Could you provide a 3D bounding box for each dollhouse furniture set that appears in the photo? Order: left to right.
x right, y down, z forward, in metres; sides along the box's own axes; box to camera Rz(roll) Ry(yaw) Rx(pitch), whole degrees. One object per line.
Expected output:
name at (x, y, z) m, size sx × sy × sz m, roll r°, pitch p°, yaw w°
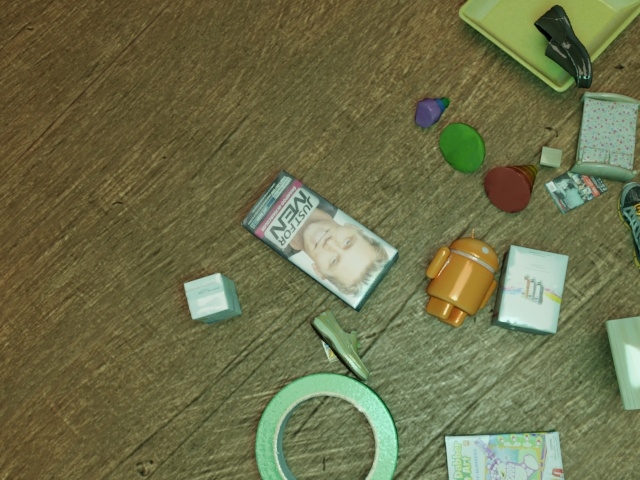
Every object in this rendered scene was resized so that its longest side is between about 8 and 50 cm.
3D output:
dollhouse furniture set at (0.715, -0.305, 1.459) m, size 0.356 × 0.174 × 0.303 m, roll 10°, pitch 79°, yaw 6°
dollhouse furniture set at (0.790, 0.214, 1.249) m, size 0.394 × 0.256 × 0.362 m, roll -13°, pitch 77°, yaw 25°

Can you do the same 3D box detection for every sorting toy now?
sorting toy at (0.049, 0.250, 1.528) m, size 0.083 × 0.012 × 0.062 m, roll -22°, pitch 76°, yaw 3°
sorting toy at (0.393, -0.231, 1.554) m, size 0.126 × 0.127 × 0.365 m, roll -34°, pitch 71°, yaw -30°

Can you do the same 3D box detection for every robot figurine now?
robot figurine at (0.326, 0.086, 1.464) m, size 0.158 × 0.128 × 0.219 m, roll 27°, pitch 83°, yaw 13°

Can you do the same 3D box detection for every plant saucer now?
plant saucer at (0.572, -0.565, 1.592) m, size 0.333 × 0.081 × 0.333 m, roll 43°, pitch 86°, yaw 14°

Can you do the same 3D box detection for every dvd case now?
dvd case at (0.611, -0.127, 1.529) m, size 0.119 × 0.013 × 0.087 m, roll -29°, pitch 76°, yaw 0°

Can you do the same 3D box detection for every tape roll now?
tape roll at (0.016, 0.465, 1.455) m, size 0.321 × 0.077 × 0.321 m, roll -2°, pitch 78°, yaw 8°

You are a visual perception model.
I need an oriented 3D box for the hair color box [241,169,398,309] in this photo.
hair color box at (0.000, 0.000, 1.540) m, size 0.347 × 0.105 × 0.174 m, roll 35°, pitch 85°, yaw 13°

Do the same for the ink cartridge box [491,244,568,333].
ink cartridge box at (0.468, 0.116, 1.438) m, size 0.127 × 0.128 × 0.176 m, roll 12°, pitch 81°, yaw 10°

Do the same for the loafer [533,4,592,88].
loafer at (0.565, -0.441, 1.494) m, size 0.078 × 0.080 × 0.220 m, roll -23°, pitch 71°, yaw 13°

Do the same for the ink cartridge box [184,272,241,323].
ink cartridge box at (-0.258, 0.140, 1.526) m, size 0.092 × 0.143 × 0.089 m, roll -18°, pitch 76°, yaw 4°

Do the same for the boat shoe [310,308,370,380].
boat shoe at (0.059, 0.238, 1.491) m, size 0.072 × 0.068 × 0.190 m, roll -37°, pitch 73°, yaw -14°

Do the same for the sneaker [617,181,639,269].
sneaker at (0.745, -0.035, 1.456) m, size 0.084 × 0.083 × 0.214 m, roll -13°, pitch 75°, yaw 7°

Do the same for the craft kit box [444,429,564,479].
craft kit box at (0.406, 0.548, 1.396) m, size 0.247 × 0.061 × 0.249 m, roll -6°, pitch 77°, yaw 9°
